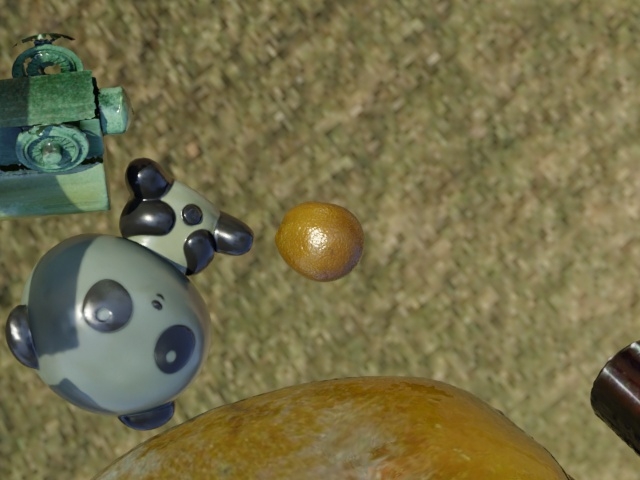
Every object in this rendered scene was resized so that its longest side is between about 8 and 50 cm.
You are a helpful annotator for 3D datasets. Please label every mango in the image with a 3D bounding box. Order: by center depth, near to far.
[{"bbox_3d":[-0.033,0.173,0.775,0.316,0.193,0.146,-27,152,9],"label":"mango"}]

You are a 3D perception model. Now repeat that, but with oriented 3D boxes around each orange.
[{"bbox_3d":[0.000,0.000,1.651,0.085,0.085,0.085,-21,140,-19],"label":"orange"}]

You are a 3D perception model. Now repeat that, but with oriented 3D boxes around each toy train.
[{"bbox_3d":[-0.327,-0.093,1.661,0.307,0.126,0.189,-6,152,-4],"label":"toy train"}]

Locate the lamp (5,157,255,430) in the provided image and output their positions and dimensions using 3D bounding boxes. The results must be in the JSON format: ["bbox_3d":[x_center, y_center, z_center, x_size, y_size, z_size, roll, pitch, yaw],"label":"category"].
[{"bbox_3d":[-0.186,0.055,1.742,0.244,0.198,0.198,-61,145,-13],"label":"lamp"}]

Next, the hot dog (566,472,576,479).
[{"bbox_3d":[0.165,0.181,1.168,0.034,0.090,0.030,-12,127,-2],"label":"hot dog"}]

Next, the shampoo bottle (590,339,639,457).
[{"bbox_3d":[0.260,0.156,0.986,0.104,0.278,0.104,-23,136,-25],"label":"shampoo bottle"}]
